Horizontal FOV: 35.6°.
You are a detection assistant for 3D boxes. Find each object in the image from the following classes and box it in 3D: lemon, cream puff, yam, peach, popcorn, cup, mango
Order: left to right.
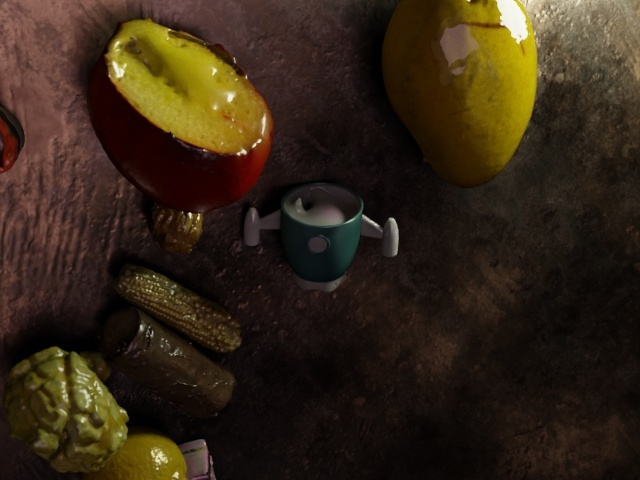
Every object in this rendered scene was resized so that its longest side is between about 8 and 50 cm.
[{"bbox_3d":[-0.462,0.311,1.817,0.195,0.255,0.256,-37,111,12],"label":"popcorn"},{"bbox_3d":[-0.365,0.456,1.950,0.187,0.244,0.187,15,90,-71],"label":"lemon"},{"bbox_3d":[-0.293,0.241,1.909,0.131,0.131,0.279,-47,128,2],"label":"yam"},{"bbox_3d":[-0.264,-0.042,1.821,0.104,0.119,0.133,5,84,-6],"label":"cream puff"},{"bbox_3d":[-0.238,-0.215,1.668,0.281,0.281,0.338,-30,121,-8],"label":"peach"},{"bbox_3d":[0.000,0.000,1.925,0.299,0.167,0.173,4,124,4],"label":"cup"},{"bbox_3d":[0.267,-0.289,1.870,0.301,0.220,0.445,-21,122,-16],"label":"mango"}]

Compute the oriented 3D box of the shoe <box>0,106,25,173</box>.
[{"bbox_3d":[-0.592,-0.225,1.562,0.132,0.171,0.336,-36,122,-4],"label":"shoe"}]

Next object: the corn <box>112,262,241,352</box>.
[{"bbox_3d":[-0.267,0.130,1.910,0.288,0.086,0.086,33,97,-29],"label":"corn"}]

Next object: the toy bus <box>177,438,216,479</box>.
[{"bbox_3d":[-0.243,0.558,2.101,0.090,0.112,0.274,-16,118,-8],"label":"toy bus"}]
